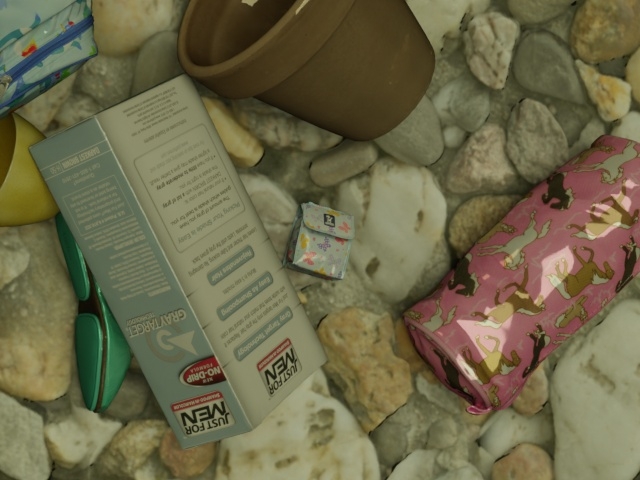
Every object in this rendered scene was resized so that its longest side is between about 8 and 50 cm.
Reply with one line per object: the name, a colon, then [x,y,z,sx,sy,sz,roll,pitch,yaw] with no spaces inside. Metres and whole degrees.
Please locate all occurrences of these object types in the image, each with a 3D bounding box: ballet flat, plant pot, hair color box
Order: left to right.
plant pot: [-0.335,-0.069,1.510,0.095,0.134,0.134,24,84,-39]
ballet flat: [-0.241,0.073,1.557,0.087,0.083,0.247,-10,96,-30]
hair color box: [-0.151,0.021,1.516,0.185,0.114,0.374,-38,104,-55]
plant pot: [0.003,-0.233,1.553,0.229,0.263,0.263,37,81,-33]

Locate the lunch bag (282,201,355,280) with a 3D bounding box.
lunch bag: [0.000,0.000,1.637,0.071,0.053,0.083,18,77,-17]

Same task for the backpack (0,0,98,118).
backpack: [-0.408,-0.212,1.416,0.273,0.290,0.355,43,73,-21]

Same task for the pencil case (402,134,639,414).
pencil case: [0.279,0.042,1.666,0.386,0.167,0.160,-40,134,-11]
